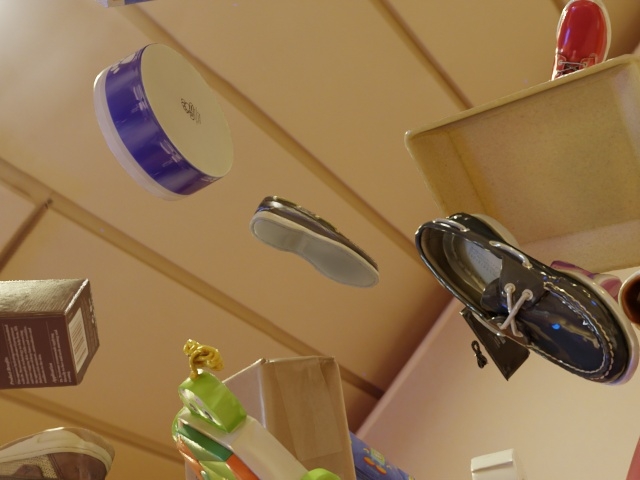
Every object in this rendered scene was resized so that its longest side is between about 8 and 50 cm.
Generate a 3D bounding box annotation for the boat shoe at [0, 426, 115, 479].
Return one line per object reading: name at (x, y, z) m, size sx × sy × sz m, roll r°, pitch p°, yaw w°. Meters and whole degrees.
boat shoe at (-0.351, 0.281, 0.681) m, size 0.285 × 0.092 × 0.103 m, roll -20°, pitch -57°, yaw 10°

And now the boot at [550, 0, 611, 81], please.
boot at (0.428, -0.274, 1.112) m, size 0.176 × 0.088 × 0.244 m, roll -54°, pitch -33°, yaw -38°

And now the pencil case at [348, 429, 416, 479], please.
pencil case at (0.058, 0.471, 1.376) m, size 0.306 × 0.133 × 0.119 m, roll 38°, pitch -91°, yaw -7°

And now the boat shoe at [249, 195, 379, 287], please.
boat shoe at (0.000, 0.000, 1.050) m, size 0.227 × 0.069 × 0.081 m, roll 28°, pitch -45°, yaw -9°

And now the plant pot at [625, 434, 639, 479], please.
plant pot at (0.379, 0.228, 0.530) m, size 0.274 × 0.274 × 0.243 m, roll 21°, pitch -104°, yaw -36°

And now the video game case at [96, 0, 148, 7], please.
video game case at (-0.323, -0.606, 1.283) m, size 0.269 × 0.061 × 0.244 m, roll -25°, pitch -42°, yaw -34°

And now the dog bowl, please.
dog bowl at (-0.272, -0.211, 1.169) m, size 0.104 × 0.265 × 0.265 m, roll -24°, pitch -53°, yaw 19°

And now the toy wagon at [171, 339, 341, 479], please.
toy wagon at (-0.077, 0.262, 0.731) m, size 0.068 × 0.267 × 0.345 m, roll -42°, pitch -61°, yaw -30°

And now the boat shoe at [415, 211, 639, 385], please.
boat shoe at (0.216, 0.063, 0.742) m, size 0.091 × 0.302 × 0.115 m, roll -2°, pitch -65°, yaw -27°

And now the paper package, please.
paper package at (-0.092, 0.393, 1.091) m, size 0.168 × 0.309 × 0.325 m, roll 9°, pitch -120°, yaw -36°

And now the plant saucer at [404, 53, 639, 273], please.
plant saucer at (0.343, -0.091, 0.975) m, size 0.333 × 0.332 × 0.081 m, roll 57°, pitch -144°, yaw -26°

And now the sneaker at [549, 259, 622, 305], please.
sneaker at (0.362, 0.104, 0.913) m, size 0.095 × 0.104 × 0.236 m, roll -45°, pitch -43°, yaw -11°

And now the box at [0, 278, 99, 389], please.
box at (-0.582, 0.187, 1.331) m, size 0.203 × 0.167 × 0.169 m, roll -1°, pitch -68°, yaw -3°

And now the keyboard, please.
keyboard at (0.336, 0.196, 1.286) m, size 0.108 × 0.023 × 0.180 m, roll -41°, pitch -74°, yaw -17°

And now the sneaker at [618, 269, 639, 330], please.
sneaker at (0.393, 0.053, 0.714) m, size 0.290 × 0.123 × 0.106 m, roll -12°, pitch -61°, yaw -70°

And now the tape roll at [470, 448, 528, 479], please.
tape roll at (0.423, 0.611, 1.436) m, size 0.100 × 0.286 × 0.286 m, roll -19°, pitch -55°, yaw 16°
